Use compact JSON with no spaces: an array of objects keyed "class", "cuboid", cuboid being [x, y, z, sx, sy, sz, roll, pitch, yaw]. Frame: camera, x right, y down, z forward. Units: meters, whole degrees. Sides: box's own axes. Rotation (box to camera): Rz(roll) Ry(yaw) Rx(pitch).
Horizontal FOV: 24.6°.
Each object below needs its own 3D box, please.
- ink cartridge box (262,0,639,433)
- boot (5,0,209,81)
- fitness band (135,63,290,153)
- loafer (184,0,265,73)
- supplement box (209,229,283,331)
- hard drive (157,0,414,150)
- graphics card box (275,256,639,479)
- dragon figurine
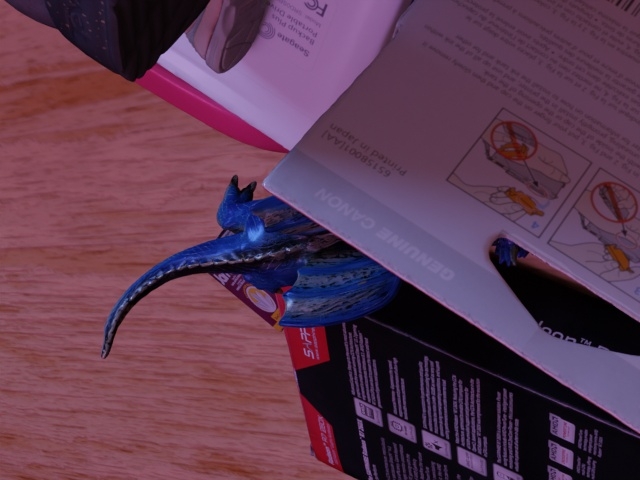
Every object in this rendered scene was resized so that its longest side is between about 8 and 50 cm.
[{"class":"ink cartridge box","cuboid":[0.145,-0.016,0.671,0.275,0.239,0.060,33,149,10]},{"class":"boot","cuboid":[-0.145,-0.214,0.527,0.223,0.118,0.338,30,144,13]},{"class":"fitness band","cuboid":[-0.089,-0.166,0.914,0.291,0.054,0.209,32,152,13]},{"class":"loafer","cuboid":[-0.045,-0.137,0.738,0.039,0.045,0.125,39,140,12]},{"class":"supplement box","cuboid":[-0.043,0.022,1.114,0.083,0.043,0.055,39,151,1]},{"class":"hard drive","cuboid":[-0.029,-0.206,0.732,0.210,0.040,0.318,34,136,9]},{"class":"graphics card box","cuboid":[0.154,0.132,1.001,0.371,0.094,0.232,23,146,27]},{"class":"dragon figurine","cuboid":[0.000,0.000,0.889,0.144,0.289,0.085,-148,41,-73]}]
